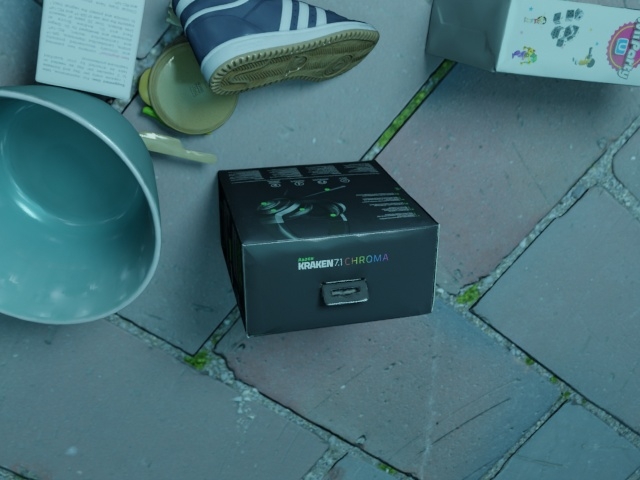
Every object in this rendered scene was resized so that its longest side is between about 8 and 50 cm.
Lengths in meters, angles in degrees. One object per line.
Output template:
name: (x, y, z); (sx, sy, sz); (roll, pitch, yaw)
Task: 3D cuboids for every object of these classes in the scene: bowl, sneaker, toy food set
bowl: (-0.329, -0.064, 0.862); (0.312, 0.163, 0.311); (2, 122, 4)
sneaker: (-0.055, -0.283, 0.893); (0.282, 0.153, 0.099); (-21, 163, -39)
toy food set: (-0.176, -0.207, 0.941); (0.133, 0.038, 0.192); (13, 99, -26)

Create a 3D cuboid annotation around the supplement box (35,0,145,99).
supplement box: (-0.264, -0.294, 0.828); (0.114, 0.111, 0.220); (7, 112, -18)

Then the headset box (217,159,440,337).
headset box: (0.000, 0.000, 0.941); (0.247, 0.283, 0.131); (-6, 115, -13)

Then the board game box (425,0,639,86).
board game box: (0.328, -0.273, 0.938); (0.304, 0.224, 0.097); (1, 111, -16)
